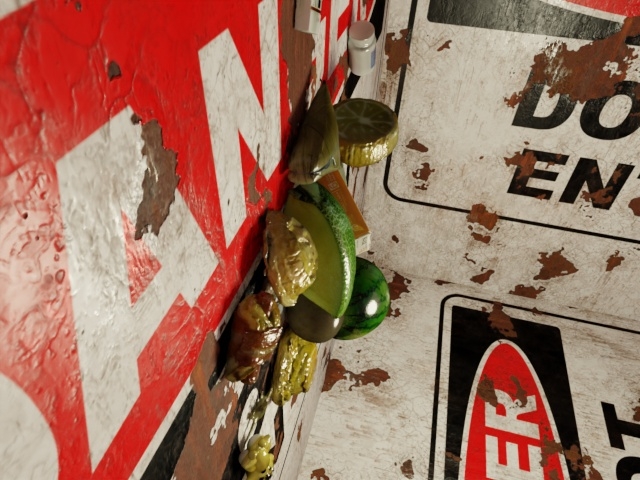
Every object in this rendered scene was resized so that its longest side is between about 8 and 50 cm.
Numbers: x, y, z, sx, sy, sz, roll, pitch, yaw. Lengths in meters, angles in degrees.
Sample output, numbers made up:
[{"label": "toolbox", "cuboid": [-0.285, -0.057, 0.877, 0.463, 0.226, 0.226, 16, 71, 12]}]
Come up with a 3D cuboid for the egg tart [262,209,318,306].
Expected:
[{"label": "egg tart", "cuboid": [-0.068, 0.036, 1.061, 0.252, 0.098, 0.232, -47, 124, -76]}]

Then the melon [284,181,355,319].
[{"label": "melon", "cuboid": [0.000, 0.000, 1.274, 0.343, 0.226, 0.331, 103, -10, -46]}]

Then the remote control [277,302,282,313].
[{"label": "remote control", "cuboid": [-0.135, 0.234, 1.269, 0.184, 0.027, 0.050, -63, 163, -62]}]

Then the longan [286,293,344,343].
[{"label": "longan", "cuboid": [-0.016, 0.223, 1.461, 0.196, 0.197, 0.220, 74, 16, -71]}]

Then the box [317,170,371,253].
[{"label": "box", "cuboid": [0.076, -0.094, 1.523, 0.221, 0.091, 0.274, 69, -5, -72]}]

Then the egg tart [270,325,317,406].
[{"label": "egg tart", "cuboid": [-0.081, 0.424, 1.530, 0.294, 0.123, 0.294, 11, 90, -83]}]

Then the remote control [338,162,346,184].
[{"label": "remote control", "cuboid": [0.058, -0.276, 1.655, 0.285, 0.038, 0.123, 52, 17, -82]}]

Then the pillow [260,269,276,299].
[{"label": "pillow", "cuboid": [-0.119, 0.084, 1.169, 0.135, 0.034, 0.211, 80, 22, -62]}]

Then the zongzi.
[{"label": "zongzi", "cuboid": [-0.014, -0.280, 1.145, 0.228, 0.115, 0.256, -47, 141, -65]}]

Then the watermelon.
[{"label": "watermelon", "cuboid": [0.108, 0.223, 1.764, 0.363, 0.363, 0.363, 11, 90, -81]}]

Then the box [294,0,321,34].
[{"label": "box", "cuboid": [-0.022, -0.536, 0.975, 0.084, 0.040, 0.154, -59, 158, -67]}]

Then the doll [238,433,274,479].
[{"label": "doll", "cuboid": [-0.181, 0.642, 1.296, 0.117, 0.086, 0.291, -50, 157, -34]}]

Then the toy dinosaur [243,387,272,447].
[{"label": "toy dinosaur", "cuboid": [-0.181, 0.506, 1.299, 0.126, 0.039, 0.162, 76, 36, -77]}]

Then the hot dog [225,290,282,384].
[{"label": "hot dog", "cuboid": [-0.140, 0.212, 0.969, 0.146, 0.103, 0.213, -54, 155, -73]}]

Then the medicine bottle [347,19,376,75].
[{"label": "medicine bottle", "cuboid": [0.152, -0.703, 1.647, 0.186, 0.103, 0.102, 74, 29, -71]}]

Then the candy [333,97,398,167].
[{"label": "candy", "cuboid": [0.125, -0.350, 1.436, 0.118, 0.260, 0.260, 88, 16, -53]}]
